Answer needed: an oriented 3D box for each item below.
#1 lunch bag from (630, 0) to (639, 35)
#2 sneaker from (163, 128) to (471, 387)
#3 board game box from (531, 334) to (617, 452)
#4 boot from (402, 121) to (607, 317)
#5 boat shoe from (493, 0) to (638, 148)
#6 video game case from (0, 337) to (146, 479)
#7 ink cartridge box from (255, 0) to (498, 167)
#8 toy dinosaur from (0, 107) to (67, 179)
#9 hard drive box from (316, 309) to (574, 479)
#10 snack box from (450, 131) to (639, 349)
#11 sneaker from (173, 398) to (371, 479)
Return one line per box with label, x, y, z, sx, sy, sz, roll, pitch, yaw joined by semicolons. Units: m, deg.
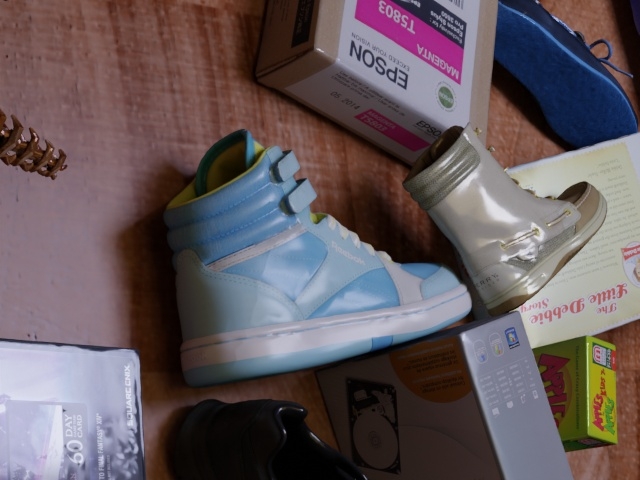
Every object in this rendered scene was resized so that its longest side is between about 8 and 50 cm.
lunch bag;0.544;-0.296;1.909;0.385;0.239;0.328;-10;84;-29
sneaker;0.000;0.000;1.354;0.319;0.127;0.208;-10;85;-46
board game box;0.187;0.152;1.441;0.043;0.181;0.092;21;63;-38
boot;0.175;-0.044;1.475;0.165;0.077;0.213;53;45;-4
boat shoe;0.263;-0.195;1.681;0.258;0.109;0.089;46;33;-35
video game case;-0.243;0.167;1.136;0.274;0.026;0.196;9;70;-43
ink cartridge box;0.061;-0.200;1.506;0.234;0.088;0.193;27;58;-36
toy dinosaur;-0.310;-0.175;1.134;0.218;0.164;0.322;-51;132;-25
hard drive box;0.118;0.196;1.361;0.089;0.181;0.232;-17;88;-45
snack box;0.286;-0.003;1.619;0.322;0.060;0.187;-16;87;-30
sneaker;0.002;0.244;1.271;0.286;0.130;0.109;53;46;-19
